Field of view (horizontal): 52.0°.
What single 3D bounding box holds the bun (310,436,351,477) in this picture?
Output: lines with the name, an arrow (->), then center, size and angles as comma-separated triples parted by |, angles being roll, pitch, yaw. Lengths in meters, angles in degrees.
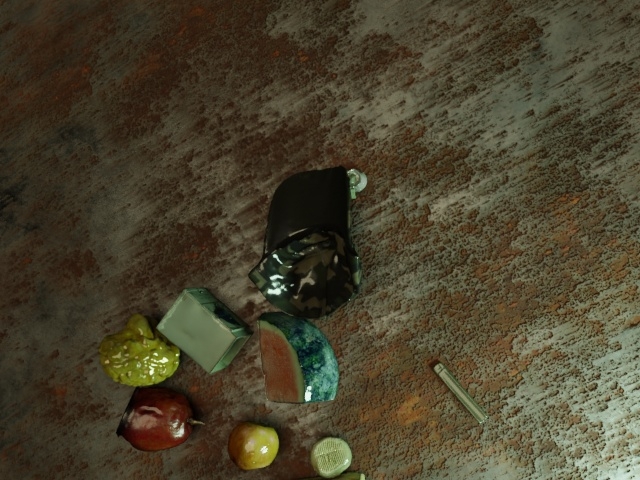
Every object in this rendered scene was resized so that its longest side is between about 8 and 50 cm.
bun -> 0.029, 0.601, 1.823 | 0.115, 0.069, 0.115 | -2, 68, 4

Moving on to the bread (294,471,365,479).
bread -> 0.033, 0.777, 1.792 | 0.239, 0.111, 0.246 | -13, 86, 14

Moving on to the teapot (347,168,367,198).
teapot -> 0.095, -0.161, 1.847 | 0.064, 0.064, 0.083 | 5, 88, 14

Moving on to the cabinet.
cabinet -> -0.325, 0.253, 1.881 | 0.206, 0.145, 0.150 | 38, 96, 11

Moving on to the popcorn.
popcorn -> -0.522, 0.314, 1.898 | 0.226, 0.200, 0.203 | 12, 90, 5

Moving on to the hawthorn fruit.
hawthorn fruit -> -0.455, 0.510, 1.889 | 0.251, 0.189, 0.189 | -1, 87, -2

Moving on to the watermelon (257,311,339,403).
watermelon -> -0.093, 0.342, 1.834 | 0.226, 0.148, 0.318 | -45, 77, 15

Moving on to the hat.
hat -> 0.000, 0.000, 1.838 | 0.366, 0.257, 0.382 | -3, 51, 32

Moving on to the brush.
brush -> 0.378, 0.410, 1.778 | 0.034, 0.027, 0.190 | -42, 72, 4

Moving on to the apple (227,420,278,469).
apple -> -0.191, 0.576, 1.837 | 0.146, 0.146, 0.146 | -1, 87, 13
